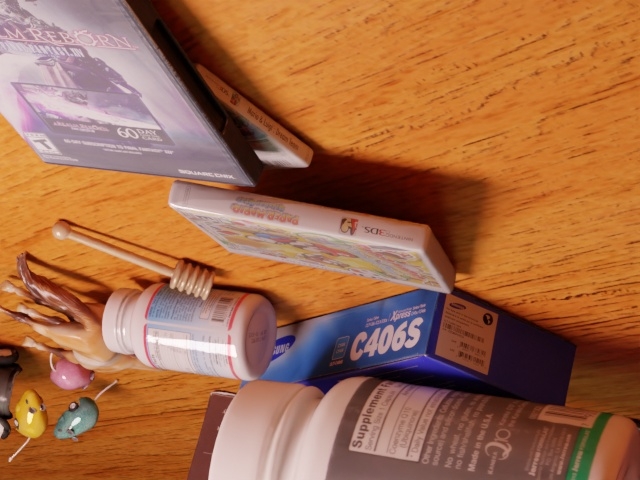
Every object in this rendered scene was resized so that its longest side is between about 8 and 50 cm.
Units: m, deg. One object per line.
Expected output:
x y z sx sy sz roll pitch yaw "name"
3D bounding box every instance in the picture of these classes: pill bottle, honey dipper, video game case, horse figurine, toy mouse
-0.131 0.088 1.831 0.160 0.087 0.087 7 159 23 "pill bottle"
0.096 0.233 1.666 0.361 0.204 0.204 7 159 20 "pill bottle"
-0.179 0.016 1.763 0.160 0.030 0.030 21 160 -7 "honey dipper"
0.000 0.000 1.522 0.206 0.026 0.227 10 172 11 "video game case"
-0.107 -0.091 1.431 0.157 0.019 0.143 -2 154 40 "video game case"
-0.260 0.094 1.977 0.174 0.066 0.263 17 164 12 "horse figurine"
-0.177 -0.125 1.339 0.196 0.026 0.274 7 155 26 "video game case"
-0.297 0.193 2.223 0.143 0.161 0.031 -11 -144 -36 "toy mouse"

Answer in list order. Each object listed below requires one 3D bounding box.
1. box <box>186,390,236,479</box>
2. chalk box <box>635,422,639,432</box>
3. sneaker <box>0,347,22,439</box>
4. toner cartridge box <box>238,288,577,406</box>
-0.060 0.310 2.214 0.167 0.203 0.168 9 160 16 "box"
0.276 0.342 1.928 0.180 0.289 0.179 9 160 16 "chalk box"
-0.498 0.131 2.167 0.257 0.169 0.447 0 165 14 "sneaker"
0.077 0.129 1.813 0.165 0.075 0.348 26 157 -25 "toner cartridge box"
